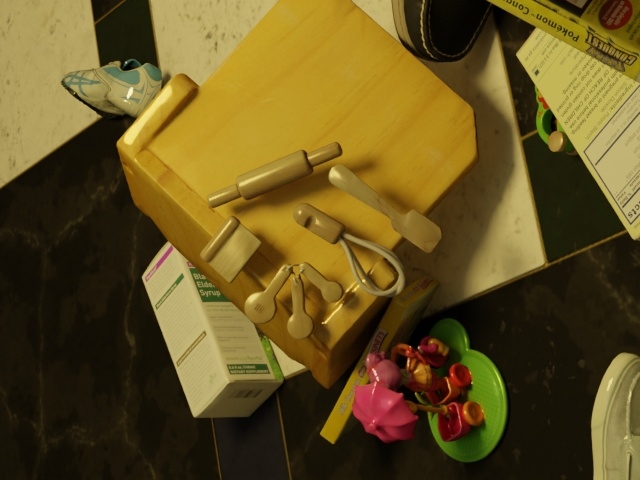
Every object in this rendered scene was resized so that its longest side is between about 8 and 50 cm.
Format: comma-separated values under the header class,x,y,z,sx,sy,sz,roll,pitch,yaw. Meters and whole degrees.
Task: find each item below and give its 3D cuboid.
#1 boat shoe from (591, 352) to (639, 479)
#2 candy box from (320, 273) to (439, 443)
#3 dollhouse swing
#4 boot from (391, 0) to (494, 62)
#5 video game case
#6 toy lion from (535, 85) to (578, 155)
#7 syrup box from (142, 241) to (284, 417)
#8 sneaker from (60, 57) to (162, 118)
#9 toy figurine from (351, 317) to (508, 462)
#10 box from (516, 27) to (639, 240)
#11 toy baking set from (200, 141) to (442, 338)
class,x,y,z,sx,sy,sz,roll,pitch,yaw
boat shoe,0.324,0.229,1.729,0.081,0.079,0.227,9,99,41
candy box,0.070,0.139,2.016,0.027,0.105,0.206,34,116,15
dollhouse swing,-0.010,-0.073,2.037,0.347,0.305,0.315,42,167,11
boot,0.235,-0.343,1.836,0.284,0.138,0.377,32,106,47
video game case,0.298,-0.249,1.570,0.248,0.275,0.035,30,138,9
toy lion,0.263,-0.155,1.864,0.096,0.034,0.100,48,123,49
syrup box,-0.146,0.114,2.285,0.096,0.093,0.236,-48,52,38
sneaker,-0.305,-0.229,2.528,0.237,0.085,0.086,14,71,54
toy figurine,0.104,0.166,1.926,0.130,0.159,0.173,-38,58,42
box,0.343,-0.124,1.616,0.117,0.214,0.243,-53,49,36
toy baking set,-0.004,-0.006,1.886,0.256,0.030,0.196,-26,86,11
